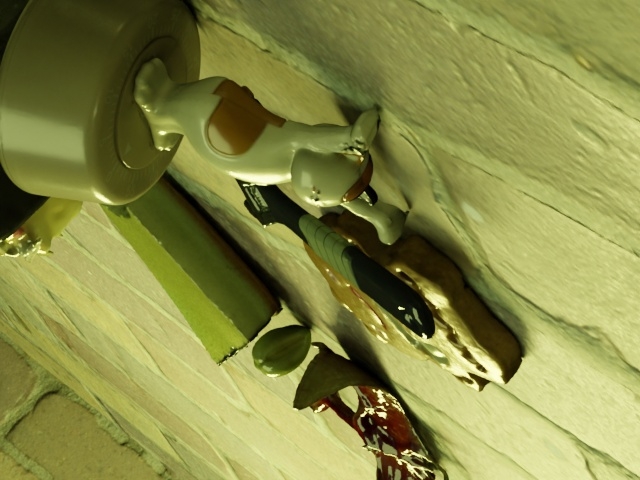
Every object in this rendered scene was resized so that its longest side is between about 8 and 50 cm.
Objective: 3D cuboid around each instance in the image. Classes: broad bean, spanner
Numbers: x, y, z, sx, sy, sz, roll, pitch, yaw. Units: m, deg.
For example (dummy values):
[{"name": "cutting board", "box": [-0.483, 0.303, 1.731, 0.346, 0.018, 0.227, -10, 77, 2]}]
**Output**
[{"name": "broad bean", "box": [-0.037, 0.105, 1.897, 0.045, 0.063, 0.083, 56, -168, 0]}, {"name": "spanner", "box": [0.000, 0.000, 1.470, 0.316, 0.024, 0.087, 39, 154, 50]}]

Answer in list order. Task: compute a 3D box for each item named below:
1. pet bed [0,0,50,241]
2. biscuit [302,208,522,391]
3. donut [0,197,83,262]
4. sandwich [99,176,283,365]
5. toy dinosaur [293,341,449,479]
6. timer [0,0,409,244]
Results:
[{"name": "pet bed", "box": [-0.285, -0.132, 1.613, 0.159, 0.211, 0.183, 34, 166, 31]}, {"name": "biscuit", "box": [0.059, 0.044, 1.511, 0.184, 0.035, 0.249, 51, 166, -23]}, {"name": "donut", "box": [-0.403, -0.114, 2.138, 0.307, 0.150, 0.371, 48, 166, -12]}, {"name": "sandwich", "box": [-0.136, 0.019, 1.963, 0.212, 0.063, 0.245, 48, 166, -1]}, {"name": "toy dinosaur", "box": [0.038, 0.208, 1.894, 0.206, 0.113, 0.327, 42, 164, 9]}, {"name": "timer", "box": [-0.071, -0.080, 1.362, 0.266, 0.175, 0.175, 18, 157, 21]}]
